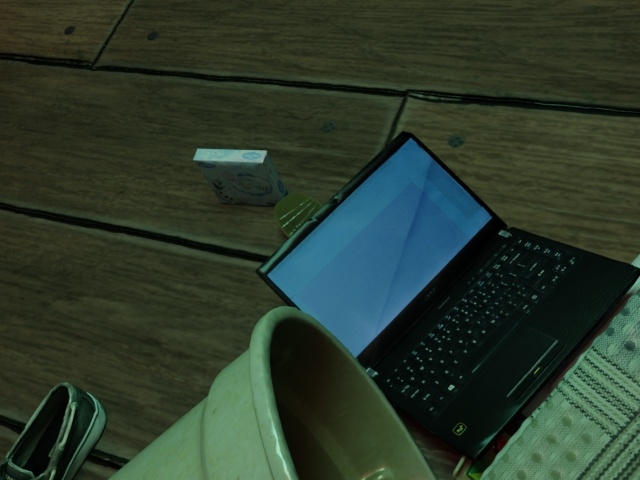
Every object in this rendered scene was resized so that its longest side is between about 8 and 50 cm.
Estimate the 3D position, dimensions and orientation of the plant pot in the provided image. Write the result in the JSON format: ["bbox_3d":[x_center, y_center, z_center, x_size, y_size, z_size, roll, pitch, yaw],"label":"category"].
[{"bbox_3d":[-0.070,0.268,0.565,0.305,0.334,0.334,-32,54,11],"label":"plant pot"}]

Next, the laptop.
[{"bbox_3d":[0.112,0.032,0.728,0.234,0.136,0.264,-44,32,-13],"label":"laptop"}]

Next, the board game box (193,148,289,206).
[{"bbox_3d":[-0.092,-0.074,0.901,0.090,0.090,0.020,5,60,20],"label":"board game box"}]

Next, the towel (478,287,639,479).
[{"bbox_3d":[0.273,0.190,0.478,0.312,0.056,0.324,42,103,31],"label":"towel"}]

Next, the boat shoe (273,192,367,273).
[{"bbox_3d":[0.002,-0.001,0.857,0.056,0.048,0.153,-43,51,-14],"label":"boat shoe"}]

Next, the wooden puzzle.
[{"bbox_3d":[0.154,0.200,0.657,0.078,0.014,0.116,40,60,-11],"label":"wooden puzzle"}]

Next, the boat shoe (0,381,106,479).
[{"bbox_3d":[-0.304,0.250,0.776,0.078,0.070,0.219,11,63,24],"label":"boat shoe"}]

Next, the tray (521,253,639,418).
[{"bbox_3d":[0.316,0.092,0.698,0.270,0.030,0.145,-44,57,-12],"label":"tray"}]
